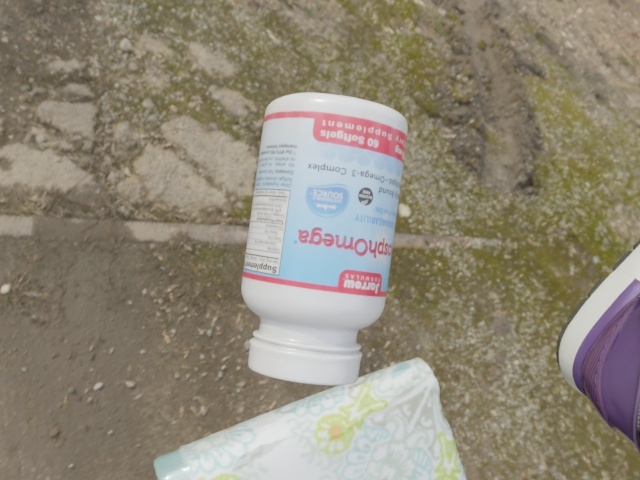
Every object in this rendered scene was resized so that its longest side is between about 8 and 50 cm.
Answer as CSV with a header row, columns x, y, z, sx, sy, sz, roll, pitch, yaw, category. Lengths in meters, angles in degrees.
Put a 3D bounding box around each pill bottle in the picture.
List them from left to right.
x,y,z,sx,sy,sz,roll,pitch,yaw,category
0.000,0.000,0.397,0.087,0.087,0.160,8,89,-32,pill bottle

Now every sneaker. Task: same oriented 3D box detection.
x,y,z,sx,sy,sz,roll,pitch,yaw,category
0.262,0.007,0.379,0.107,0.283,0.124,21,16,-16,sneaker

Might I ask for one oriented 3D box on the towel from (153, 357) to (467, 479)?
x,y,z,sx,sy,sz,roll,pitch,yaw,category
0.024,0.354,0.725,0.321,0.090,0.374,-18,92,-20,towel
